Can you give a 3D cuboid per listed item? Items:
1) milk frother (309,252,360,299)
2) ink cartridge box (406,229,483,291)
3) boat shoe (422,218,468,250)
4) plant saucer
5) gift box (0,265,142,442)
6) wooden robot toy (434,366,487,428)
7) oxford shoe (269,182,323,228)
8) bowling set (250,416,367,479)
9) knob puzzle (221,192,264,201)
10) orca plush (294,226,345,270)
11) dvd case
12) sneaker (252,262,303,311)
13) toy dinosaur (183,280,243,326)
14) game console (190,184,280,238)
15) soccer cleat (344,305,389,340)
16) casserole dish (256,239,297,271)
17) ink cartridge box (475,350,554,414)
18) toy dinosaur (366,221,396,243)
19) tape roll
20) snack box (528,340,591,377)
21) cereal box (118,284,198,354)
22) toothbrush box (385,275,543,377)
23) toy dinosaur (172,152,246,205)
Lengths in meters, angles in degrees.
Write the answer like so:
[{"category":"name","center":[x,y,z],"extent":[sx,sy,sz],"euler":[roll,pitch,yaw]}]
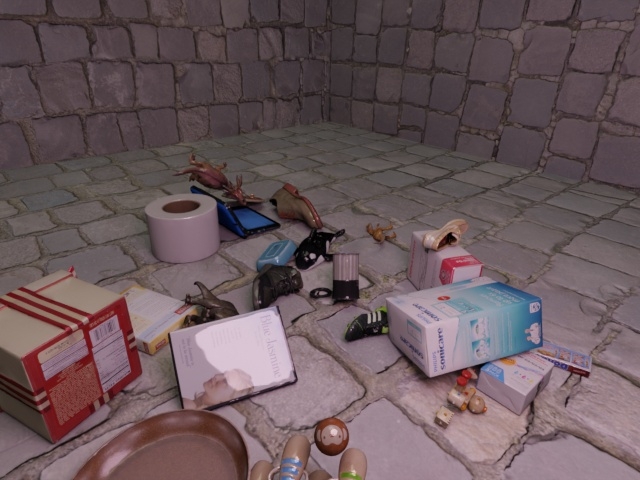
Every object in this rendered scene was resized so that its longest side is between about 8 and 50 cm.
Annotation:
[{"category":"milk frother","center":[0.042,0.106,1.239],"extent":[0.143,0.135,0.129],"euler":[1,-4,-7]},{"category":"ink cartridge box","center":[0.359,0.093,1.237],"extent":[0.100,0.172,0.237],"euler":[-6,27,-14]},{"category":"boat shoe","center":[0.369,-0.010,1.186],"extent":[0.170,0.063,0.059],"euler":[-24,37,-25]},{"category":"plant saucer","center":[-0.265,0.415,0.677],"extent":[0.310,0.050,0.311],"euler":[-5,25,2]},{"category":"gift box","center":[-0.563,0.204,0.880],"extent":[0.257,0.277,0.255],"euler":[12,23,24]},{"category":"wooden robot toy","center":[0.313,0.333,0.876],"extent":[0.079,0.076,0.173],"euler":[31,38,27]},{"category":"oxford shoe","center":[-0.105,-0.121,1.753],"extent":[0.130,0.123,0.348],"euler":[-35,37,-10]},{"category":"bowling set","center":[-0.014,0.384,0.626],"extent":[0.286,0.200,0.154],"euler":[3,28,13]},{"category":"knob puzzle","center":[-0.344,-0.198,1.862],"extent":[0.212,0.030,0.213],"euler":[9,9,-1]},{"category":"orca plush","center":[0.000,0.000,1.486],"extent":[0.151,0.102,0.287],"euler":[21,33,34]},{"category":"dvd case","center":[-0.190,0.260,0.919],"extent":[0.252,0.022,0.181],"euler":[-11,73,-22]},{"category":"sneaker","center":[-0.125,0.135,1.229],"extent":[0.130,0.087,0.227],"euler":[-1,21,9]},{"category":"toy dinosaur","center":[-0.264,0.204,1.083],"extent":[0.160,0.121,0.313],"euler":[21,-1,-39]},{"category":"game console","center":[-0.344,-0.137,1.685],"extent":[0.293,0.250,0.173],"euler":[26,63,41]},{"category":"soccer cleat","center":[0.139,0.224,1.096],"extent":[0.178,0.060,0.072],"euler":[-17,33,-38]},{"category":"casserole dish","center":[-0.153,0.046,1.424],"extent":[0.114,0.037,0.188],"euler":[-10,23,23]},{"category":"ink cartridge box","center":[0.452,0.300,0.948],"extent":[0.181,0.062,0.104],"euler":[-20,33,-37]},{"category":"toy dinosaur","center":[0.234,-0.017,1.598],"extent":[0.112,0.064,0.211],"euler":[-20,19,-2]},{"category":"tape roll","center":[-0.488,-0.049,1.492],"extent":[0.245,0.169,0.246],"euler":[0,26,0]},{"category":"snack box","center":[0.571,0.281,1.036],"extent":[0.178,0.022,0.064],"euler":[17,30,28]},{"category":"cereal box","center":[-0.478,0.206,1.119],"extent":[0.240,0.048,0.173],"euler":[14,29,23]},{"category":"toothbrush box","center":[0.336,0.195,1.006],"extent":[0.295,0.126,0.216],"euler":[-11,12,-11]},{"category":"toy dinosaur","center":[-0.426,-0.249,1.671],"extent":[0.295,0.127,0.200],"euler":[13,17,-47]}]
